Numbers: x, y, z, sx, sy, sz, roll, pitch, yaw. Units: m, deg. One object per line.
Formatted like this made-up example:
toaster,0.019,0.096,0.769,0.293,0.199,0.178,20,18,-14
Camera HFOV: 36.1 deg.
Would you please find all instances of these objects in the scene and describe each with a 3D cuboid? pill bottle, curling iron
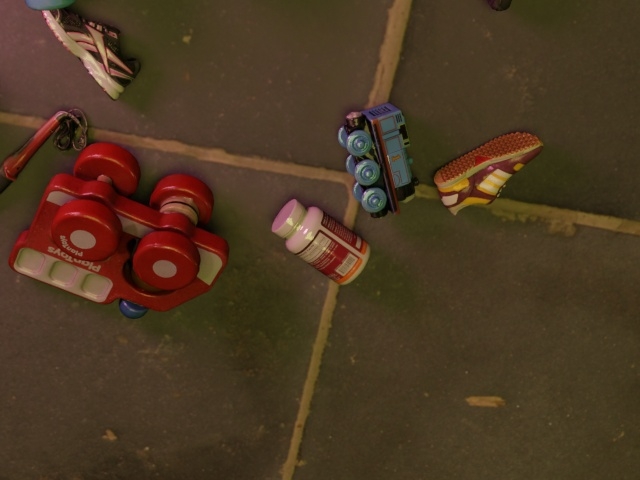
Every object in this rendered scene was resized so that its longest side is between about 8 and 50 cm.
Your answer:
pill bottle,0.000,0.000,1.594,0.152,0.086,0.086,35,103,-18
curling iron,-0.465,-0.104,1.516,0.274,0.035,0.068,-38,111,7

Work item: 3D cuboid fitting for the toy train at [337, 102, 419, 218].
toy train,0.096,-0.126,1.563,0.105,0.080,0.184,-19,113,-6

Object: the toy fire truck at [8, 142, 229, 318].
toy fire truck,-0.310,0.013,1.534,0.302,0.169,0.254,23,132,-17

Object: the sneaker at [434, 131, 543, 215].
sneaker,0.281,-0.109,1.606,0.186,0.069,0.084,-23,122,8

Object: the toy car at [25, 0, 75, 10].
toy car,-0.309,-0.457,1.322,0.238,0.210,0.219,-16,124,-15

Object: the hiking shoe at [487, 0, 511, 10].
hiking shoe,0.323,-0.446,1.462,0.114,0.086,0.226,14,108,-10

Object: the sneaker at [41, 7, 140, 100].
sneaker,-0.337,-0.298,1.449,0.077,0.072,0.178,-42,119,-4
